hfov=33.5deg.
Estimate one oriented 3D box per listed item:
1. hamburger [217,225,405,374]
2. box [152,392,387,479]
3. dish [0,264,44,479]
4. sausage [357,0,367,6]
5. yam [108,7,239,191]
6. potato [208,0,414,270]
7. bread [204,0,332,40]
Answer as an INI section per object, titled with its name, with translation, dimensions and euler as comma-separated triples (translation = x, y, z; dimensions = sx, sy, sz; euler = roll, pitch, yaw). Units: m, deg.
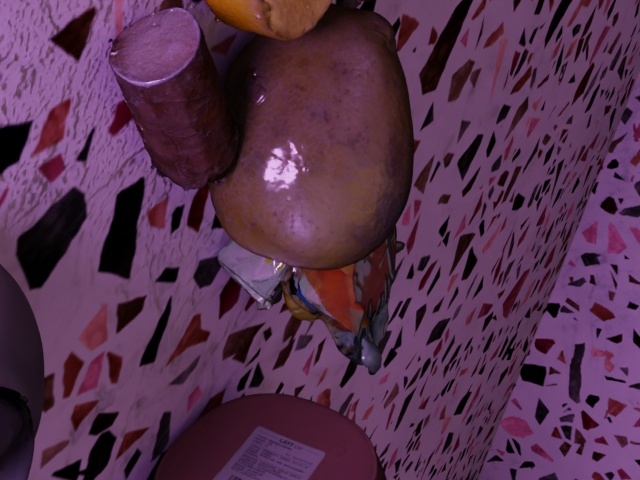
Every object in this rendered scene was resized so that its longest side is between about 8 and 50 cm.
[hamburger]
translation = -0.005, 0.007, 1.130
dimensions = 0.260, 0.151, 0.275
euler = -64, 148, -55
[box]
translation = -0.060, 0.326, 1.169
dimensions = 0.301, 0.301, 0.216
euler = -43, 143, -44
[dish]
translation = -0.270, 0.149, 0.650
dimensions = 0.324, 0.124, 0.324
euler = -49, 155, -34
[sausage]
translation = 0.087, -0.333, 1.079
dimensions = 0.223, 0.029, 0.029
euler = -62, 159, -6
[yam]
translation = -0.110, -0.105, 0.814
dimensions = 0.079, 0.079, 0.141
euler = -56, 157, -21
[potato]
translation = -0.002, -0.100, 0.929
dimensions = 0.174, 0.159, 0.251
euler = 13, 87, -30
[bread]
translation = -0.016, -0.274, 0.821
dimensions = 0.102, 0.094, 0.245
euler = 22, 93, -60
